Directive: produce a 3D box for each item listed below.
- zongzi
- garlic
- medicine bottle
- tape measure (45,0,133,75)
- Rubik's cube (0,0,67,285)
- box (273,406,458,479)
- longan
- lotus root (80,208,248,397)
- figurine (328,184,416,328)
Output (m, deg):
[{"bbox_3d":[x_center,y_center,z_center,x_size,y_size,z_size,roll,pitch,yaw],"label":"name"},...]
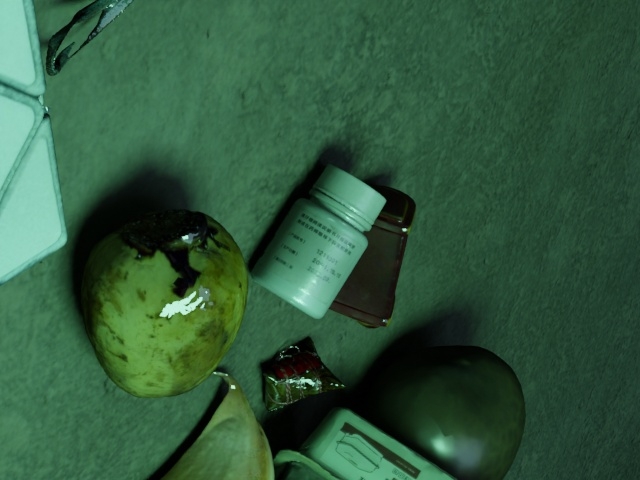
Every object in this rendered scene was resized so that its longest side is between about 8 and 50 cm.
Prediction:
[{"bbox_3d":[-0.020,0.129,1.422,0.083,0.073,0.067,-9,135,-3],"label":"zongzi"},{"bbox_3d":[-0.108,0.247,1.346,0.206,0.128,0.115,-56,172,-18],"label":"garlic"},{"bbox_3d":[0.000,0.000,1.302,0.130,0.080,0.080,-59,149,-3],"label":"medicine bottle"},{"bbox_3d":[-0.106,-0.176,0.972,0.104,0.107,0.180,17,98,-62],"label":"tape measure"},{"bbox_3d":[-0.278,-0.067,0.724,0.207,0.205,0.205,-36,142,-36],"label":"Rubik's cube"},{"bbox_3d":[0.061,0.327,1.442,0.166,0.290,0.220,-52,172,-36],"label":"box"},{"bbox_3d":[0.133,0.212,1.578,0.212,0.198,0.198,-46,148,-40],"label":"longan"},{"bbox_3d":[-0.126,0.060,1.139,0.138,0.138,0.214,-37,154,-32],"label":"lotus root"},{"bbox_3d":[0.052,0.018,1.412,0.098,0.082,0.154,-49,154,-55],"label":"figurine"}]
